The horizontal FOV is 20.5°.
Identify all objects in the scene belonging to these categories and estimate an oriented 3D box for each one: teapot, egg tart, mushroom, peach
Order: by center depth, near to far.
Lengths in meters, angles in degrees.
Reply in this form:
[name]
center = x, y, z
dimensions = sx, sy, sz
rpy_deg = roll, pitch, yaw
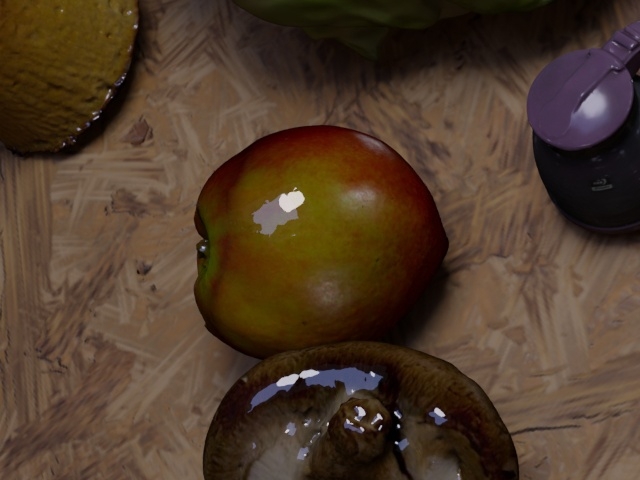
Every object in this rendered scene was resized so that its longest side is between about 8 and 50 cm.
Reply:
[mushroom]
center = 0.033, 0.166, 1.280
dimensions = 0.231, 0.194, 0.138
rpy_deg = 9, 33, 17
[teapot]
center = 0.220, -0.085, 1.298
dimensions = 0.148, 0.146, 0.116
rpy_deg = -26, 60, 13
[peach]
center = 0.000, 0.000, 1.355
dimensions = 0.197, 0.197, 0.197
rpy_deg = -10, 65, 22
[egg tart]
center = -0.278, -0.190, 1.567
dimensions = 0.215, 0.171, 0.215
rpy_deg = -10, 73, 36

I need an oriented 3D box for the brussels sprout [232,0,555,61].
[brussels sprout]
center = 0.024, -0.363, 1.376
dimensions = 0.425, 0.361, 0.342
rpy_deg = -9, 55, 26
